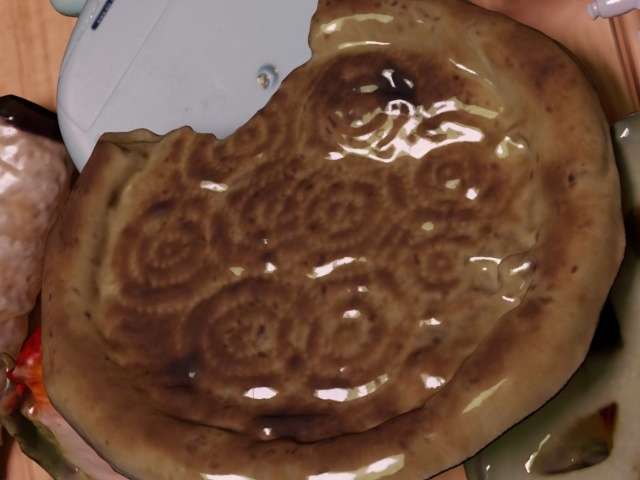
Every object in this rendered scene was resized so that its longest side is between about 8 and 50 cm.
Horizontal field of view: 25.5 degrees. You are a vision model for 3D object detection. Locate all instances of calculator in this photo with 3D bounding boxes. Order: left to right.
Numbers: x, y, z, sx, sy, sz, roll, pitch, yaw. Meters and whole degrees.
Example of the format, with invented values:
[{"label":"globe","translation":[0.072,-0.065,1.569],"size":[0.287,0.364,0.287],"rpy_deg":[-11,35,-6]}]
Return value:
[{"label":"calculator","translation":[-0.029,-0.066,0.625],"size":[0.295,0.042,0.184],"rpy_deg":[43,110,24]}]

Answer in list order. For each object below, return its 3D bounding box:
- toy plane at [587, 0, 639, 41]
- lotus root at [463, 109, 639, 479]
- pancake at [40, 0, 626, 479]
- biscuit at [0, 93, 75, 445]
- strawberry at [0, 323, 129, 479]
[{"label":"toy plane","translation":[0.125,-0.125,0.520],"size":[0.171,0.065,0.162],"rpy_deg":[-17,80,32]},{"label":"lotus root","translation":[0.150,0.048,0.496],"size":[0.183,0.078,0.203],"rpy_deg":[22,93,44]},{"label":"pancake","translation":[0.000,0.000,0.526],"size":[0.235,0.029,0.212],"rpy_deg":[-37,56,-1]},{"label":"biscuit","translation":[-0.168,0.038,0.703],"size":[0.061,0.055,0.219],"rpy_deg":[16,99,-13]},{"label":"strawberry","translation":[-0.051,0.075,0.598],"size":[0.187,0.146,0.082],"rpy_deg":[2,48,33]}]
